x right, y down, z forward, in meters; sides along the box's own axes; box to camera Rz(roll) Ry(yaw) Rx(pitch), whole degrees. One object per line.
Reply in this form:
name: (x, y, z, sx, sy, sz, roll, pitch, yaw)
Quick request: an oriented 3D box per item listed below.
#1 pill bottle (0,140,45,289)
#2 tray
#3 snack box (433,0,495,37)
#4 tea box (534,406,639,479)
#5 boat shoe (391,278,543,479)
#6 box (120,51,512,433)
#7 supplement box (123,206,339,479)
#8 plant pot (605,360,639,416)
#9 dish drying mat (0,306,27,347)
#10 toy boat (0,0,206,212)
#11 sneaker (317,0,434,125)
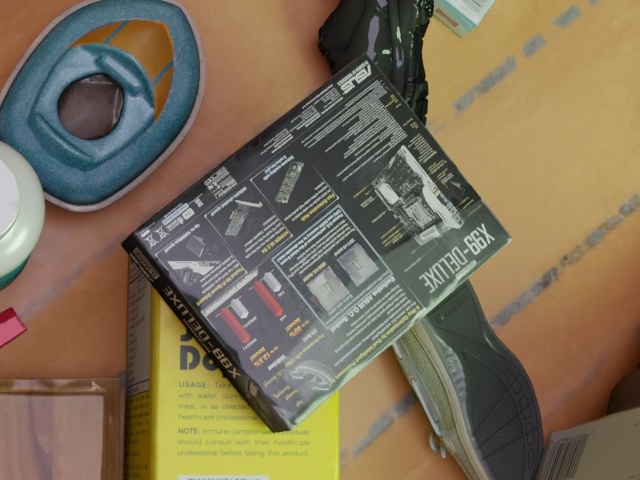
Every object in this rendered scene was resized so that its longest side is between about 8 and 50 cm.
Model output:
pill bottle: (-0.350, -0.022, 1.449, 0.146, 0.264, 0.146, 2, 82, -15)
tray: (-0.312, 0.348, 1.509, 0.203, 0.076, 0.411, 1, 81, -15)
snack box: (0.194, -0.426, 1.756, 0.187, 0.060, 0.322, 38, 75, -7)
tea box: (0.425, 0.332, 1.522, 0.323, 0.329, 0.220, 29, 65, -14)
boat shoe: (0.149, 0.152, 1.654, 0.118, 0.103, 0.320, -33, 97, -36)
box: (0.000, 0.000, 1.437, 0.307, 0.076, 0.242, -40, 93, -18)
supplement box: (-0.096, 0.158, 1.527, 0.195, 0.194, 0.356, 3, 81, -16)
plant pot: (0.471, 0.147, 1.670, 0.263, 0.263, 0.229, 23, 61, -11)
dish drying mat: (-0.358, 0.106, 1.563, 0.083, 0.008, 0.032, -34, 91, -16)
toy boat: (-0.175, -0.123, 1.570, 0.318, 0.148, 0.267, 35, 74, -8)
sneaker: (0.059, -0.200, 1.675, 0.130, 0.109, 0.286, 5, 91, 15)
